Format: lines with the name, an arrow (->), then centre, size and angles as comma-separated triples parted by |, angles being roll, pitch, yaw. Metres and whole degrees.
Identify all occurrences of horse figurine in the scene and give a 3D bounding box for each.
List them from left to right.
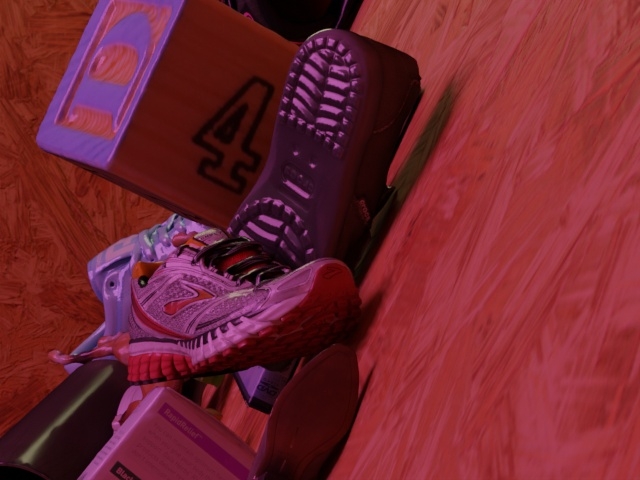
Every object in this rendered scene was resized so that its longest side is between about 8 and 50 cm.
horse figurine -> -0.124, 0.067, 1.675 | 0.263, 0.066, 0.174 | -42, 29, -26

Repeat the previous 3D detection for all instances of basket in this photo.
basket -> -0.233, 0.219, 1.719 | 0.204, 0.154, 0.227 | -54, -1, 36

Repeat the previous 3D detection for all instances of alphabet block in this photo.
alphabet block -> -0.129, -0.128, 1.831 | 0.192, 0.197, 0.193 | 21, 85, 57

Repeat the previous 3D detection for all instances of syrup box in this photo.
syrup box -> -0.139, 0.209, 1.178 | 0.237, 0.096, 0.093 | -50, 5, -10

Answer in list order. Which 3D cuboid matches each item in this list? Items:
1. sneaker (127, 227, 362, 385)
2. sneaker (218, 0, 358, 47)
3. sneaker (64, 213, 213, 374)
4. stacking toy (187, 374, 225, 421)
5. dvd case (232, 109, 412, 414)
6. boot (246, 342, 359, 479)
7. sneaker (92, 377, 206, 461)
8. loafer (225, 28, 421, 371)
sneaker -> -0.060, 0.035, 1.161 | 0.225, 0.088, 0.092 | -14, 82, 52
sneaker -> -0.066, -0.257, 2.101 | 0.483, 0.185, 0.202 | -62, 3, 31
sneaker -> -0.171, 0.032, 2.012 | 0.135, 0.150, 0.366 | -87, 23, -70
stacking toy -> -0.066, 0.046, 1.408 | 0.221, 0.052, 0.167 | -91, 27, -78
dvd case -> 0.000, 0.000, 1.373 | 0.180, 0.022, 0.253 | -158, 93, -83
boot -> -0.017, 0.120, 1.025 | 0.118, 0.042, 0.087 | -60, -3, -22
sneaker -> -0.140, 0.183, 1.625 | 0.094, 0.080, 0.212 | -32, 30, 27
loafer -> 0.007, -0.022, 1.213 | 0.087, 0.094, 0.251 | -11, -46, -43
